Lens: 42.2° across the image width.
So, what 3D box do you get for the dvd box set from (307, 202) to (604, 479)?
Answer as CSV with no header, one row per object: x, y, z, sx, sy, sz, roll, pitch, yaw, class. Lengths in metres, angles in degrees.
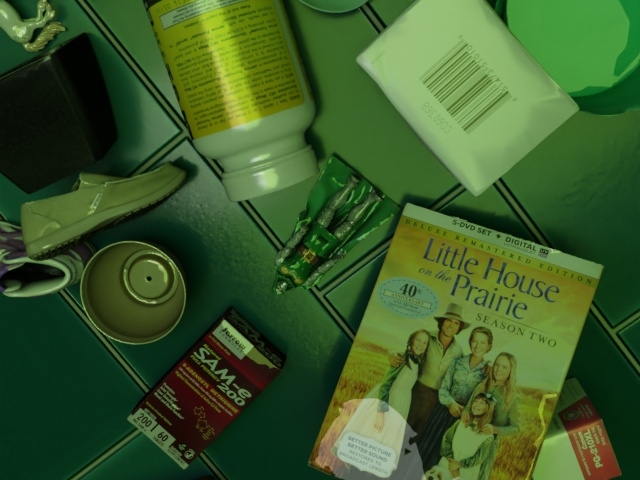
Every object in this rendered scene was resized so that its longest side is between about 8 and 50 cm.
0.196,0.186,1.206,0.307,0.062,0.421,20,83,17,dvd box set

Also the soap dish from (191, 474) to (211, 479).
-0.274,0.531,1.389,0.290,0.118,0.229,-19,100,7,soap dish

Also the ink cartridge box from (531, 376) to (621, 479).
0.313,0.320,1.279,0.237,0.172,0.100,-21,99,8,ink cartridge box

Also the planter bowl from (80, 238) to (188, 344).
-0.279,0.069,1.297,0.162,0.109,0.162,1,101,3,planter bowl

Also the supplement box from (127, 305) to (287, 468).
-0.183,0.239,1.345,0.130,0.073,0.239,42,100,-5,supplement box

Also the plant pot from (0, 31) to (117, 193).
-0.405,-0.180,1.223,0.187,0.188,0.167,-24,110,8,plant pot

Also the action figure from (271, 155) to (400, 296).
0.000,0.000,1.292,0.137,0.063,0.232,37,105,-8,action figure

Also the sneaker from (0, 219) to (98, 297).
-0.503,0.029,1.278,0.282,0.161,0.102,1,103,5,sneaker

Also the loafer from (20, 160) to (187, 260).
-0.322,-0.064,1.230,0.268,0.102,0.092,-29,92,-28,loafer

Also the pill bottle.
-0.118,-0.234,1.182,0.187,0.188,0.334,-17,100,7,pill bottle

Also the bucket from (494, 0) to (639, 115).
0.375,-0.309,1.139,0.281,0.183,0.281,1,102,4,bucket

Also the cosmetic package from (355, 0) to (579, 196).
0.167,-0.207,1.071,0.156,0.385,0.217,-41,99,12,cosmetic package

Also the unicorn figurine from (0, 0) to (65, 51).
-0.476,-0.348,1.246,0.162,0.060,0.111,45,100,-6,unicorn figurine

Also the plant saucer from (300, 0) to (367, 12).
0.004,-0.420,1.186,0.195,0.037,0.195,0,91,-25,plant saucer
